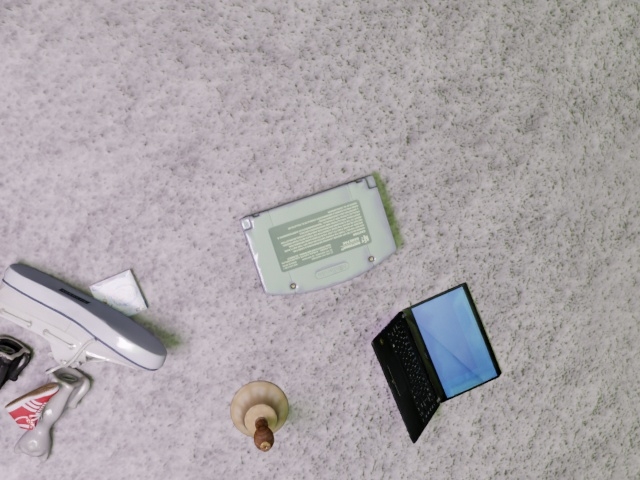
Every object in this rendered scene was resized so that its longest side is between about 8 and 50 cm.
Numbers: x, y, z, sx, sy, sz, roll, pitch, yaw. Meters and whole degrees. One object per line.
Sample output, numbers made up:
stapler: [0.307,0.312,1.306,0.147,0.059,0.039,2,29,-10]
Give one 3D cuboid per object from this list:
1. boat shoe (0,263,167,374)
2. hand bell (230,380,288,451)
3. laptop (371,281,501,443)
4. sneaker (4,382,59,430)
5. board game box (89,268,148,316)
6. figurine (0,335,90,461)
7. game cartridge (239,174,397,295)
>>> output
boat shoe: [-0.487,0.195,1.460,0.367,0.136,0.156,27,94,4]
hand bell: [-0.115,0.373,1.481,0.126,0.242,0.126,-1,95,-8]
laptop: [0.252,0.253,1.571,0.137,0.264,0.234,-19,97,31]
sneaker: [-0.546,0.324,1.441,0.118,0.042,0.067,-24,102,12]
board game box: [-0.417,0.117,1.535,0.090,0.020,0.090,-23,97,-5]
figurine: [-0.609,0.333,1.503,0.215,0.092,0.209,28,98,-9]
game cartridge: [0.000,0.000,1.564,0.297,0.062,0.198,-18,101,-5]
